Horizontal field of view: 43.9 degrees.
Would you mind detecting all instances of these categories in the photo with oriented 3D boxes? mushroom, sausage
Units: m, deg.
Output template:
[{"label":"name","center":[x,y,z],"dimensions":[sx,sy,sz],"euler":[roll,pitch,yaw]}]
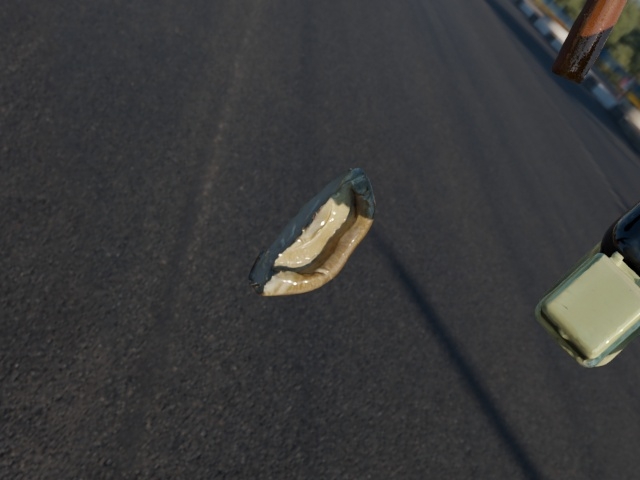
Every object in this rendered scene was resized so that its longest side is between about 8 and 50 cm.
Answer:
[{"label":"mushroom","center":[-0.001,0.001,1.051],"dimensions":[0.094,0.209,0.072],"euler":[40,-5,-20]},{"label":"sausage","center":[0.314,-0.246,0.917],"dimensions":[0.039,0.131,0.041],"euler":[24,13,-12]}]

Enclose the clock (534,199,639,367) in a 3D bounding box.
[{"label":"clock","center":[0.372,-0.026,0.762],"dimensions":[0.120,0.379,0.276],"euler":[47,6,18]}]
